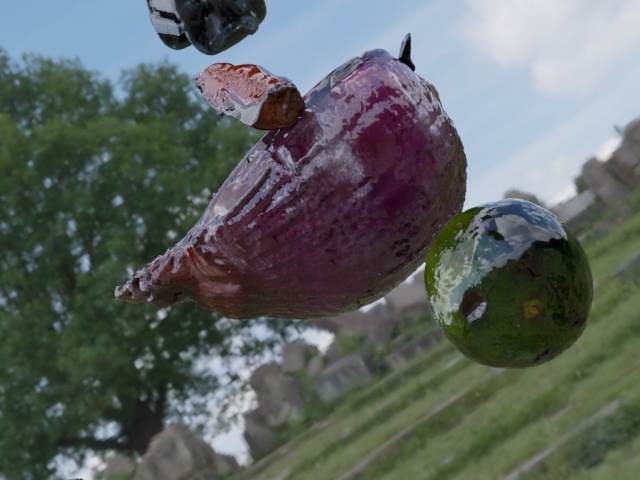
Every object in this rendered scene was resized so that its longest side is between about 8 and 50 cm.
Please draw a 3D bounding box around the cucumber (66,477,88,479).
[{"bbox_3d":[-0.113,0.230,0.698,0.033,0.184,0.036,-31,11,-25],"label":"cucumber"}]

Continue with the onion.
[{"bbox_3d":[0.000,0.000,0.968,0.348,0.159,0.267,-40,-19,-10],"label":"onion"}]

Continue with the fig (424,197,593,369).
[{"bbox_3d":[0.134,0.025,0.812,0.123,0.123,0.156,-34,15,0],"label":"fig"}]

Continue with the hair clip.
[{"bbox_3d":[-0.179,-0.359,1.174,0.310,0.194,0.206,37,-96,-36],"label":"hair clip"}]

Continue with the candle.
[{"bbox_3d":[-0.063,-0.121,0.877,0.053,0.048,0.162,-52,34,-6],"label":"candle"}]
